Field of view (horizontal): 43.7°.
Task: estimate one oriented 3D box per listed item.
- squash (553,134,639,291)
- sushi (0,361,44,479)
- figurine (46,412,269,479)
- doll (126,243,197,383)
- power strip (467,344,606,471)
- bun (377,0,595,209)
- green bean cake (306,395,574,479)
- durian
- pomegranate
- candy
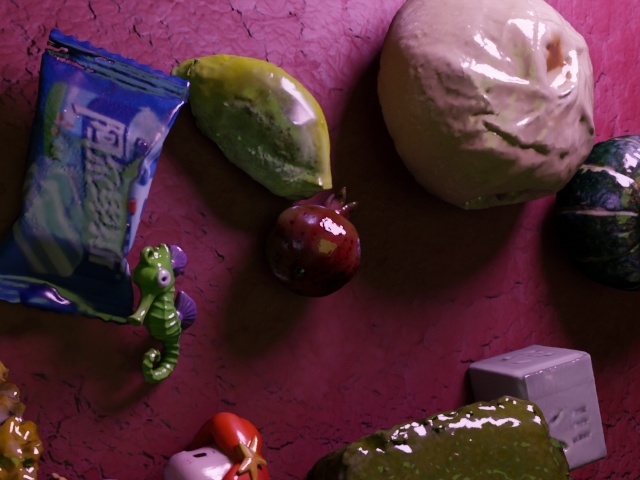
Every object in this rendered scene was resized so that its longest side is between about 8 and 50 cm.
[{"bbox_3d":[0.496,-0.043,1.281,0.252,0.165,0.252,0,90,-24],"label":"squash"},{"bbox_3d":[-0.378,0.313,0.744,0.240,0.396,0.351,-6,96,-28],"label":"sushi"},{"bbox_3d":[-0.181,0.335,0.961,0.257,0.181,0.208,-8,52,-26],"label":"figurine"},{"bbox_3d":[-0.200,0.091,0.991,0.115,0.050,0.190,-41,136,-51],"label":"doll"},{"bbox_3d":[0.331,0.284,1.205,0.140,0.139,0.224,-12,93,-25],"label":"power strip"},{"bbox_3d":[0.267,-0.217,1.138,0.364,0.202,0.364,7,79,-36],"label":"bun"},{"bbox_3d":[0.166,0.392,1.034,0.335,0.218,0.319,-11,71,-18],"label":"green bean cake"},{"bbox_3d":[-0.074,-0.159,1.057,0.139,0.101,0.250,-44,106,-19],"label":"durian"},{"bbox_3d":[0.005,0.005,1.079,0.159,0.129,0.129,-29,100,-32],"label":"pomegranate"},{"bbox_3d":[-0.279,-0.071,0.975,0.187,0.077,0.331,16,84,-21],"label":"candy"}]
